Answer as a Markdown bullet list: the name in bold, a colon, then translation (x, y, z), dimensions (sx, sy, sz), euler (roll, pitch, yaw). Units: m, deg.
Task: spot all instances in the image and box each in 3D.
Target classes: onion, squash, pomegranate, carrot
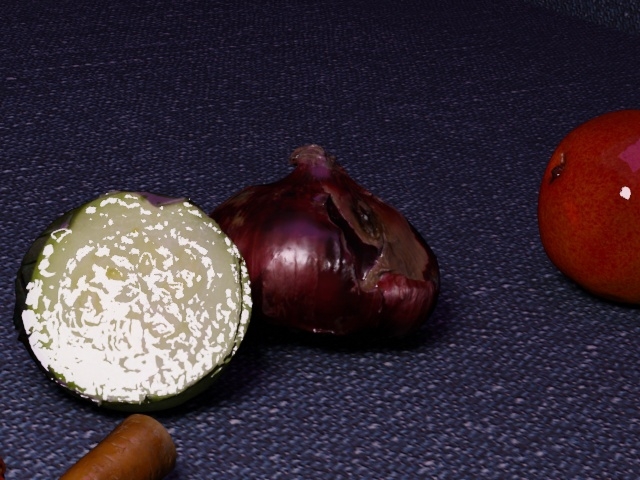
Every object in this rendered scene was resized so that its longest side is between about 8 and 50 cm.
- **onion**: translation (0.000, 0.000, 1.623), dimensions (0.272, 0.195, 0.272), euler (6, 11, -1)
- **squash**: translation (-0.172, 0.072, 1.467), dimensions (0.220, 0.133, 0.220), euler (-1, 62, 1)
- **pomegranate**: translation (0.372, -0.031, 1.778), dimensions (0.256, 0.221, 0.221), euler (27, 9, -29)
- **carrot**: translation (-0.197, 0.207, 1.232), dimensions (0.061, 0.061, 0.209), euler (16, 28, 27)

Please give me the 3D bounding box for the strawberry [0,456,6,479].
- **strawberry**: translation (-0.330, 0.212, 1.127), dimensions (0.235, 0.107, 0.175), euler (-4, -14, -26)
